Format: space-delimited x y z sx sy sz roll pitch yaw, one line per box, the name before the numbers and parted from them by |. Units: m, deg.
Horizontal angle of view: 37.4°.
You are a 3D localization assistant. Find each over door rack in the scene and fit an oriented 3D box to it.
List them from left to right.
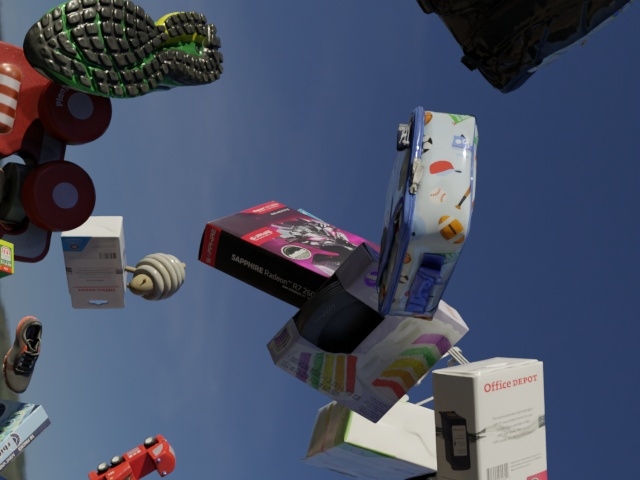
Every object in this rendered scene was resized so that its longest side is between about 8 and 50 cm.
over door rack | 0.210 0.306 2.216 0.239 0.324 0.108 45 -55 37

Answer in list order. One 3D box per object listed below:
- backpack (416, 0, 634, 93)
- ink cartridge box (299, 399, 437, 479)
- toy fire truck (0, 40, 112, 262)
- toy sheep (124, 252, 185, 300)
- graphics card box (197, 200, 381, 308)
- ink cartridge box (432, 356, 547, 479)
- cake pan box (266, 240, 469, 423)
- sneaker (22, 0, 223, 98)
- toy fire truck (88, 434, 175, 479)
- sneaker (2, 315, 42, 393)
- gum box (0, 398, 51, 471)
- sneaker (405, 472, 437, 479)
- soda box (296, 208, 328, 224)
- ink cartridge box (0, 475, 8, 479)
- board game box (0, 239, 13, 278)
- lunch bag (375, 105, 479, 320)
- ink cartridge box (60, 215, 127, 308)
backpack | 0.337 -0.419 1.342 0.290 0.273 0.355 49 -27 -8
ink cartridge box | 0.101 0.418 1.977 0.353 0.207 0.119 132 -25 -64
toy fire truck | -0.447 -0.131 1.299 0.169 0.253 0.302 -2 -103 52
toy sheep | -0.281 0.062 1.637 0.091 0.132 0.091 15 -61 28
graphics card box | -0.017 0.043 1.808 0.370 0.232 0.094 25 -66 25
ink cartridge box | 0.279 0.319 1.544 0.100 0.171 0.237 -1 -88 50
cake pan box | 0.078 0.159 1.588 0.246 0.267 0.070 -47 -147 9
sneaker | -0.279 -0.245 1.300 0.146 0.343 0.134 -12 -90 28
toy fire truck | -0.313 0.401 1.528 0.135 0.192 0.047 31 -37 57
sneaker | -0.593 0.230 1.893 0.064 0.061 0.158 -3 -103 55
gum box | -0.534 0.309 1.455 0.184 0.157 0.041 1 -57 35
sneaker | 0.235 0.496 2.092 0.098 0.135 0.276 -47 -158 14
soda box | 0.000 0.000 2.402 0.071 0.210 0.067 -24 -132 43
ink cartridge box | -0.675 0.458 1.523 0.395 0.270 0.151 21 -63 23
board game box | -0.488 0.036 1.190 0.181 0.092 0.043 -17 -112 22
lunch bag | 0.145 -0.029 1.338 0.303 0.114 0.243 95 5 -60
ink cartridge box | -0.413 0.042 1.739 0.060 0.104 0.180 -97 -170 -49
